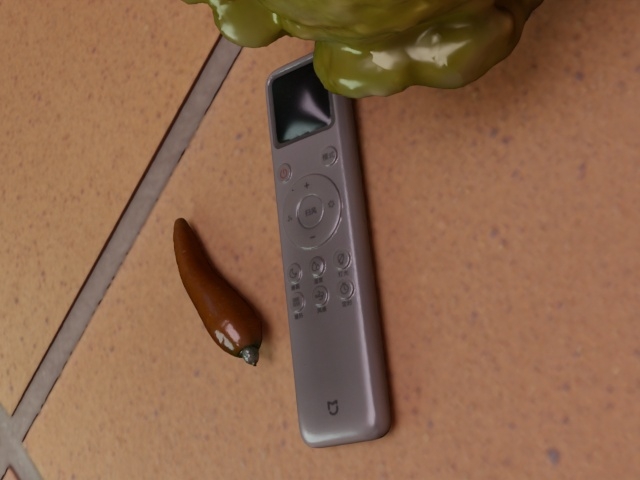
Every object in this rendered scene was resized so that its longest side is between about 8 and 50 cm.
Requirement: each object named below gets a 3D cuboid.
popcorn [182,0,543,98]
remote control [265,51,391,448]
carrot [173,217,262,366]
[{"bbox_3d":[0.035,-0.241,0.506,0.312,0.312,0.312,-8,78,38],"label":"popcorn"},{"bbox_3d":[0.000,0.000,0.642,0.067,0.029,0.261,-17,72,36],"label":"remote control"},{"bbox_3d":[-0.077,0.035,0.698,0.035,0.035,0.142,-53,50,19],"label":"carrot"}]
